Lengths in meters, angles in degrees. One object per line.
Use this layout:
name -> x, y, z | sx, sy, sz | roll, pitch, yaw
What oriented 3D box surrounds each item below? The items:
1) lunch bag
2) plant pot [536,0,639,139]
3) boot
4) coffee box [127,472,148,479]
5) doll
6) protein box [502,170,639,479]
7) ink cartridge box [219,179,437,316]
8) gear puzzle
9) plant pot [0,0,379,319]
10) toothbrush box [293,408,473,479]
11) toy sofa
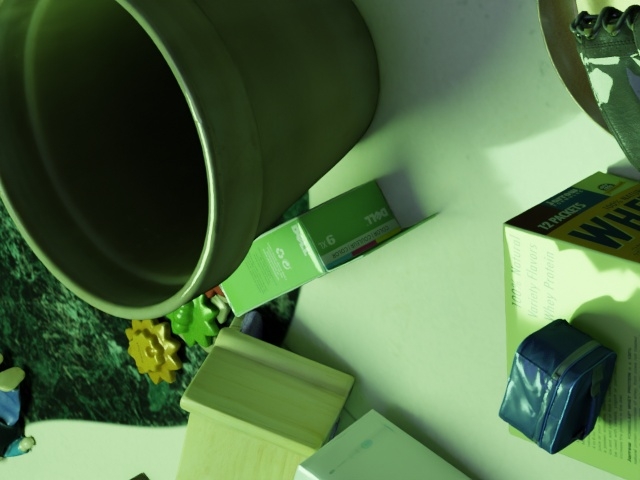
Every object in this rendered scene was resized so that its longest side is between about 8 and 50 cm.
lunch bag -> 0.187, 0.119, 1.496 | 0.065, 0.067, 0.098 | 35, 133, 30
plant pot -> 0.270, -0.179, 1.496 | 0.236, 0.032, 0.236 | 22, 124, 38
boot -> 0.275, -0.167, 1.402 | 0.229, 0.091, 0.263 | -4, 108, 47
coffee box -> -0.195, 0.410, 2.210 | 0.246, 0.141, 0.098 | 47, 137, 19
doll -> -0.413, 0.218, 2.418 | 0.129, 0.046, 0.189 | 33, 138, 19
protein box -> 0.268, 0.075, 1.546 | 0.201, 0.136, 0.200 | 18, 123, 40
ink cartridge box -> 0.000, 0.000, 1.816 | 0.209, 0.109, 0.062 | -27, 90, 50
gear puzzle -> -0.164, 0.027, 2.054 | 0.175, 0.044, 0.339 | 43, 135, 23
plant pot -> -0.107, -0.124, 1.734 | 0.323, 0.280, 0.323 | 23, 124, 38
toothbrush box -> 0.065, 0.352, 1.901 | 0.216, 0.126, 0.295 | 33, 132, 24
toy sofa -> -0.075, 0.261, 2.026 | 0.150, 0.177, 0.362 | 22, 128, 9
